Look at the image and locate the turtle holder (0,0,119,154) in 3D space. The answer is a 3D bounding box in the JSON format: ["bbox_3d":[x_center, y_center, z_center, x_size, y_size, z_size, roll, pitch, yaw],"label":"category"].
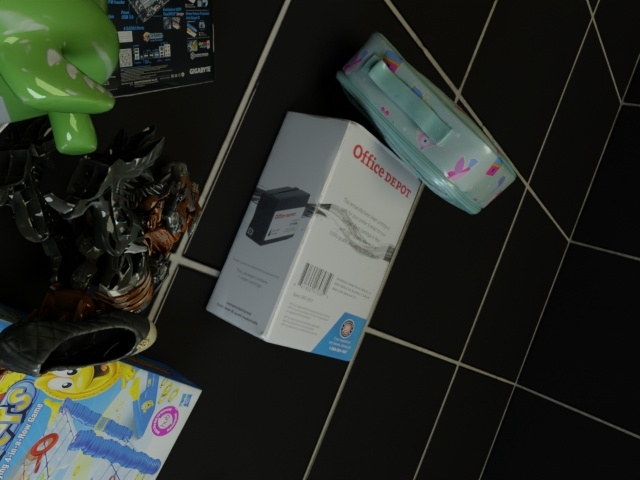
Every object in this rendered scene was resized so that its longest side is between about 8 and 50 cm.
[{"bbox_3d":[-0.250,-0.165,0.322,0.320,0.243,0.228,-11,94,-83],"label":"turtle holder"}]

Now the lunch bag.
[{"bbox_3d":[0.148,-0.169,0.896,0.108,0.279,0.224,-47,157,16],"label":"lunch bag"}]

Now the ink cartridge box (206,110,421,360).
[{"bbox_3d":[0.000,0.000,0.900,0.223,0.129,0.308,27,83,-52],"label":"ink cartridge box"}]

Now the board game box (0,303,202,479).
[{"bbox_3d":[-0.318,0.246,0.648,0.302,0.086,0.308,40,74,-51],"label":"board game box"}]

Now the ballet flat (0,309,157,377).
[{"bbox_3d":[-0.198,0.094,0.526,0.058,0.049,0.173,-60,159,9],"label":"ballet flat"}]

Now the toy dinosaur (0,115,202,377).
[{"bbox_3d":[-0.208,0.005,0.600,0.322,0.164,0.219,-93,178,-53],"label":"toy dinosaur"}]

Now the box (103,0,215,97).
[{"bbox_3d":[-0.187,-0.234,0.595,0.220,0.051,0.175,-35,132,-56],"label":"box"}]

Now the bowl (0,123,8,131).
[{"bbox_3d":[-0.329,-0.139,0.500,0.142,0.053,0.142,-54,139,-20],"label":"bowl"}]
